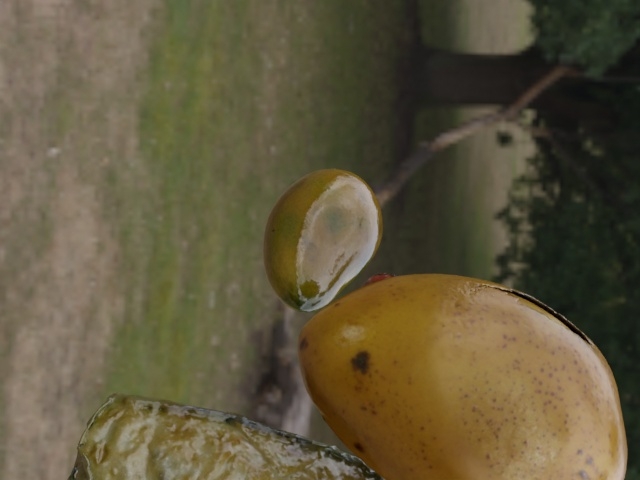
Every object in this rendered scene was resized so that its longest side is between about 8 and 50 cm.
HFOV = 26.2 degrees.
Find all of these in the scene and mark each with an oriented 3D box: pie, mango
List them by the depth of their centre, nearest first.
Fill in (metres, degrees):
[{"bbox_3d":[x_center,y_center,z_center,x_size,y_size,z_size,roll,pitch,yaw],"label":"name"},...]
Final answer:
[{"bbox_3d":[0.121,0.126,1.119,0.191,0.290,0.160,-61,-177,6],"label":"mango"},{"bbox_3d":[-0.071,0.212,1.171,0.068,0.282,0.128,109,-2,-54],"label":"pie"},{"bbox_3d":[-0.003,-0.004,1.350,0.163,0.111,0.089,-42,169,-41],"label":"mango"}]

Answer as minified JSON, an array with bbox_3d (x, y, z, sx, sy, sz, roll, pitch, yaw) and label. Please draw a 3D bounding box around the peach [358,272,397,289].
[{"bbox_3d":[0.084,0.069,1.468,0.050,0.083,0.077,-54,158,18],"label":"peach"}]
